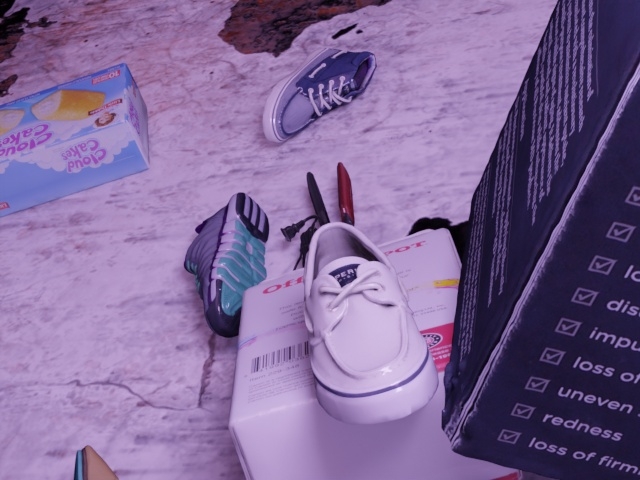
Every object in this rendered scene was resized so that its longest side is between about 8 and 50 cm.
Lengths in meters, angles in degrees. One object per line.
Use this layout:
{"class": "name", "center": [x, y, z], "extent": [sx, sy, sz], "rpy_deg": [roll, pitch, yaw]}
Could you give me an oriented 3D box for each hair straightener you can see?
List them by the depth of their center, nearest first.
{"class": "hair straightener", "center": [0.000, 0.000, 1.444], "extent": [0.089, 0.047, 0.230], "rpy_deg": [-15, 44, 8]}

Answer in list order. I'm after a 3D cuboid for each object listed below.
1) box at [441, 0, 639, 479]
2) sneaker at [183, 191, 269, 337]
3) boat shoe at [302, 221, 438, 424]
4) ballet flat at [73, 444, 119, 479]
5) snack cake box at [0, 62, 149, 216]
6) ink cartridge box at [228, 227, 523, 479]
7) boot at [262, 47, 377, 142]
{"class": "box", "center": [0.385, -0.040, 0.839], "extent": [0.479, 0.472, 0.297], "rpy_deg": [16, 45, -2]}
{"class": "sneaker", "center": [-0.117, 0.043, 1.432], "extent": [0.098, 0.083, 0.224], "rpy_deg": [-29, 30, 25]}
{"class": "boat shoe", "center": [0.031, 0.056, 0.996], "extent": [0.096, 0.088, 0.267], "rpy_deg": [-16, 20, 4]}
{"class": "ballet flat", "center": [-0.202, 0.295, 1.182], "extent": [0.073, 0.080, 0.232], "rpy_deg": [4, 40, -13]}
{"class": "snack cake box", "center": [-0.376, -0.135, 1.727], "extent": [0.264, 0.089, 0.152], "rpy_deg": [-18, 38, 5]}
{"class": "ink cartridge box", "center": [0.045, 0.120, 1.138], "extent": [0.226, 0.131, 0.306], "rpy_deg": [-16, 17, 6]}
{"class": "boot", "center": [0.000, -0.197, 1.640], "extent": [0.086, 0.069, 0.190], "rpy_deg": [4, 44, 32]}
